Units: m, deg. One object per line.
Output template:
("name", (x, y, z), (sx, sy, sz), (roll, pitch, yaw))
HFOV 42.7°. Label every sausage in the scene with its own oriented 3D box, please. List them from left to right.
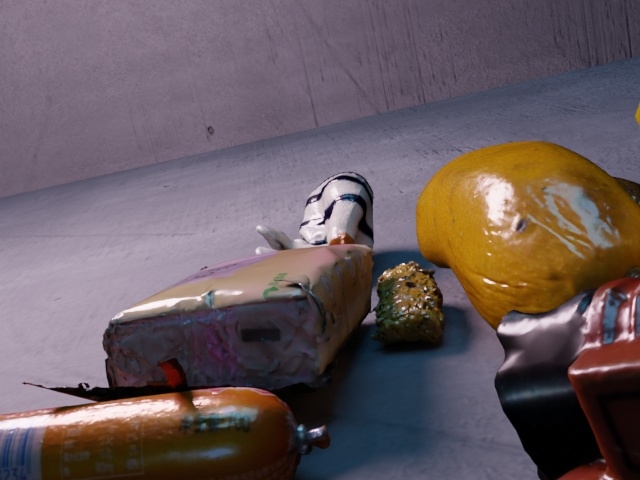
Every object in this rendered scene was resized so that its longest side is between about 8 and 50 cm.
("sausage", (-0.146, 0.167, 0.636), (0.312, 0.093, 0.093), (-10, 16, 10))

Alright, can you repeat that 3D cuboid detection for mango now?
("mango", (0.202, -0.008, 0.819), (0.144, 0.187, 0.359), (14, 17, -23))

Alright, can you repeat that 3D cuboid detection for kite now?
("kite", (-0.120, 0.131, 0.678), (0.232, 0.009, 0.189), (-1, -28, -4))

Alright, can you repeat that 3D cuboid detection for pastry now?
("pastry", (0.094, 0.069, 0.877), (0.080, 0.056, 0.140), (-16, 20, 15))

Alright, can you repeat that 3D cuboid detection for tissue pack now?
("tissue pack", (-0.063, 0.081, 0.825), (0.215, 0.123, 0.257), (-8, 6, 14))

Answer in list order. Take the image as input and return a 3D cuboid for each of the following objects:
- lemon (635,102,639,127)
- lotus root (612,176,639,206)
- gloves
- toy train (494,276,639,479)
("lemon", (0.399, -0.075, 0.571), (0.350, 0.387, 0.350), (-27, 22, 12))
("lotus root", (0.309, -0.017, 0.905), (0.120, 0.120, 0.209), (-18, 17, -19))
("gloves", (0.002, 0.010, 1.071), (0.140, 0.131, 0.218), (-3, 48, 25))
("toy train", (0.224, 0.080, 0.321), (0.163, 0.231, 0.369), (-25, 2, -42))
